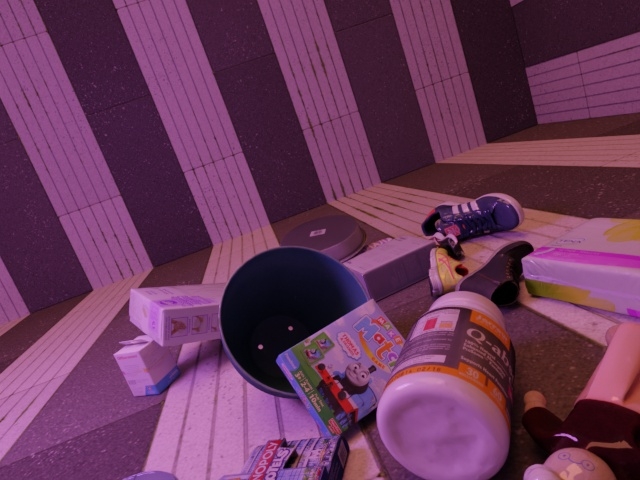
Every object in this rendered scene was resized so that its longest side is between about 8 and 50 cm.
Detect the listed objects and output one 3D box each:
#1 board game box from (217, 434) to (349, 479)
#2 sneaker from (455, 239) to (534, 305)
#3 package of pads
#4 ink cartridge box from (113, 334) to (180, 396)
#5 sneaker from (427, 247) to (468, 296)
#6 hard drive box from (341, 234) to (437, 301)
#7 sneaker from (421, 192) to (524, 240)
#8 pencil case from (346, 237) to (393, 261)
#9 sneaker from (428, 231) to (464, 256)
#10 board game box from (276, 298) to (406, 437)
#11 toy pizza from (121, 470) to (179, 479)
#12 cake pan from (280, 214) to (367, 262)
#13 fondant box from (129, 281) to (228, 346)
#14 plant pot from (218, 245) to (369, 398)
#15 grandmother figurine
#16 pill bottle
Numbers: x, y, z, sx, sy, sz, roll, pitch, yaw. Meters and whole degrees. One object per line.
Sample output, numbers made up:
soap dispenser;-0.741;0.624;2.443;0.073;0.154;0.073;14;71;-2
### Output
board game box;-0.074;0.346;0.646;0.194;0.060;0.194;-15;14;18
sneaker;0.412;0.076;1.005;0.222;0.083;0.118;-34;14;-17
package of pads;0.572;0.040;0.871;0.229;0.101;0.296;-25;14;-20
ink cartridge box;-0.438;0.305;1.171;0.092;0.143;0.090;-13;14;26
sneaker;0.323;0.078;1.167;0.094;0.081;0.208;-8;22;17
hard drive box;0.195;0.074;1.320;0.232;0.089;0.181;-22;13;-14
sneaker;0.450;-0.053;1.426;0.148;0.131;0.350;-33;11;-24
pencil case;0.150;0.059;1.451;0.206;0.086;0.088;-19;-25;-19
sneaker;0.356;0.027;1.366;0.077;0.072;0.178;-33;6;-5
board game box;0.056;0.216;0.803;0.211;0.160;0.039;-26;-23;-29
toy pizza;-0.302;0.430;0.696;0.201;0.032;0.201;-18;13;4
cake pan;0.000;0.000;1.468;0.293;0.054;0.293;-15;25;7
fondant box;-0.310;0.186;1.254;0.330;0.096;0.238;-2;8;-39
plant pot;-0.062;0.184;0.931;0.290;0.290;0.195;-26;-20;-28
grandmother figurine;0.332;0.209;0.536;0.342;0.104;0.208;-27;6;-40
pill bottle;0.193;0.190;0.671;0.162;0.162;0.278;-13;15;28
